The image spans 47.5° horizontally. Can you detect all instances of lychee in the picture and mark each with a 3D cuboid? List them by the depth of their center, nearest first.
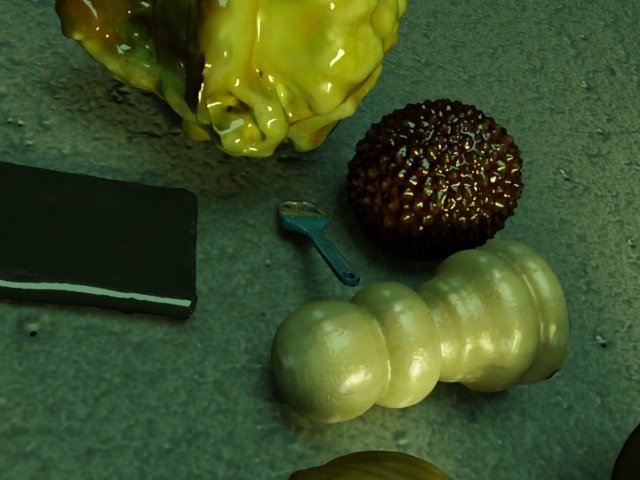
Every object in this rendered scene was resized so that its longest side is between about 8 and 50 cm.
[{"bbox_3d":[0.119,-0.065,0.759,0.188,0.188,0.188,13,49,-16],"label":"lychee"}]

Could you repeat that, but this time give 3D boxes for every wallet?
[{"bbox_3d":[-0.249,-0.010,0.636,0.285,0.030,0.146,9,53,-18],"label":"wallet"}]

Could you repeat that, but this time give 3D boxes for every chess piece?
[{"bbox_3d":[0.083,0.091,0.648,0.261,0.142,0.142,-12,60,-26],"label":"chess piece"}]

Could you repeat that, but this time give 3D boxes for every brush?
[{"bbox_3d":[0.000,0.000,0.710,0.051,0.014,0.164,-2,29,-23],"label":"brush"}]

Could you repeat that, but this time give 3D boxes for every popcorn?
[{"bbox_3d":[-0.060,-0.247,0.735,0.290,0.321,0.325,40,12,-42],"label":"popcorn"}]

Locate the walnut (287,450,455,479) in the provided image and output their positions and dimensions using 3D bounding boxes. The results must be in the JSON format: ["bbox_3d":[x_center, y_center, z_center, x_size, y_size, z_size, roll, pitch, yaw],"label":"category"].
[{"bbox_3d":[0.046,0.242,0.465,0.195,0.195,0.221,-21,63,-36],"label":"walnut"}]

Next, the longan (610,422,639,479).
[{"bbox_3d":[0.347,0.262,0.533,0.288,0.288,0.350,39,56,8],"label":"longan"}]
